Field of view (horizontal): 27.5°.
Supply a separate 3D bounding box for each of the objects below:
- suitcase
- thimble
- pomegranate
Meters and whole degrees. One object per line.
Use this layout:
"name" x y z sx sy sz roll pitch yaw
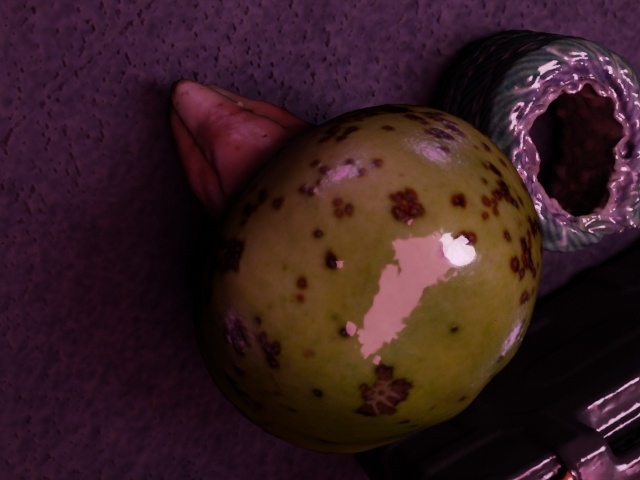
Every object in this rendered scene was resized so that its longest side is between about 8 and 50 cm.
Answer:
"suitcase" 0.173 0.090 0.803 0.285 0.206 0.066 -28 107 -13
"thimble" 0.139 -0.062 0.817 0.118 0.090 0.135 -16 108 -18
"pomegranate" 0.000 0.000 0.739 0.248 0.214 0.214 43 85 11
